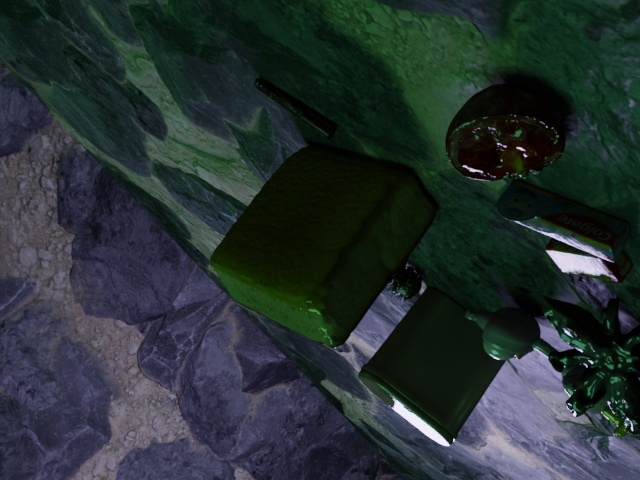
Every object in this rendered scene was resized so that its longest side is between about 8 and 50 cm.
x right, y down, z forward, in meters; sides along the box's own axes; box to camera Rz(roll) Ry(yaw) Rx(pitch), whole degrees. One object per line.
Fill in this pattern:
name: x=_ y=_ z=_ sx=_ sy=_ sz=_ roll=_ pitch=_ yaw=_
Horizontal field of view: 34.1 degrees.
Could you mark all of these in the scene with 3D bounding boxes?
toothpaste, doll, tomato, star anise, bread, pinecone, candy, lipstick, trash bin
toothpaste: x=0.347 y=-0.023 z=1.517 sx=0.193 sy=0.070 sz=0.044 roll=26 pitch=158 yaw=36
doll: x=0.420 y=0.219 z=1.891 sx=0.365 sy=0.094 sz=0.160 roll=30 pitch=-161 yaw=25
tomato: x=0.245 y=-0.151 z=1.370 sx=0.159 sy=0.091 sz=0.139 roll=-13 pitch=143 yaw=35
star anise: x=0.467 y=0.210 z=1.697 sx=0.198 sy=0.110 sz=0.258 roll=0 pitch=112 yaw=28
bread: x=0.000 y=0.000 z=1.873 sx=0.333 sy=0.324 sz=0.143 roll=22 pitch=158 yaw=48
pinecone: x=0.173 y=0.082 z=2.173 sx=0.083 sy=0.077 sz=0.077 roll=60 pitch=176 yaw=31
candy: x=0.405 y=0.025 z=1.578 sx=0.062 sy=0.038 sz=0.122 roll=48 pitch=161 yaw=-28
lipstick: x=-0.048 y=-0.238 z=1.864 sx=0.176 sy=0.027 sz=0.027 roll=35 pitch=163 yaw=16
trash bin: x=0.241 y=0.260 z=2.182 sx=0.243 sy=0.247 sz=0.121 roll=37 pitch=164 yaw=3
